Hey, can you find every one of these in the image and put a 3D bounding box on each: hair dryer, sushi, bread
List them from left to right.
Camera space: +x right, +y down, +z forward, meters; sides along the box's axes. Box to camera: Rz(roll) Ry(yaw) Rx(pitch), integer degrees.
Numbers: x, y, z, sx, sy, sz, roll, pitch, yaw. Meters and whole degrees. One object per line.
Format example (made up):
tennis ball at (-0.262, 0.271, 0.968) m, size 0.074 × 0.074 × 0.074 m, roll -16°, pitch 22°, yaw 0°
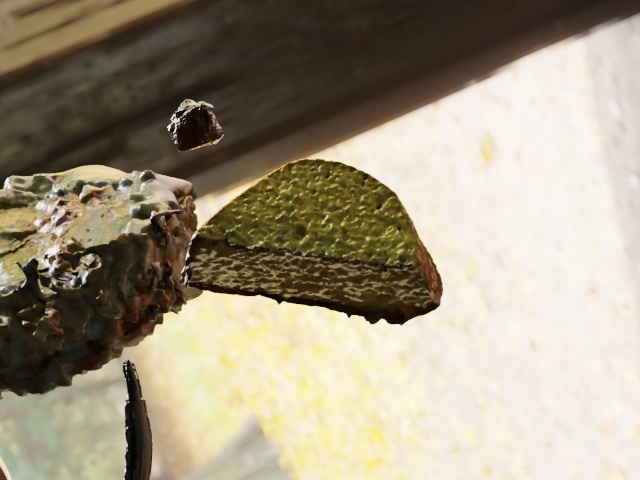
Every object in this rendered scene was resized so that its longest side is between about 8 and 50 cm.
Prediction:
sushi at (-0.324, 0.042, 2.292) m, size 0.417 × 0.417 × 0.175 m, roll -134°, pitch 28°, yaw -62°
hair dryer at (-0.236, 0.248, 2.218) m, size 0.075 × 0.195 × 0.219 m, roll -5°, pitch 85°, yaw 48°
sushi at (-0.117, -0.109, 1.775) m, size 0.099 × 0.050 × 0.047 m, roll 180°, pitch 74°, yaw -75°
bread at (-0.005, -0.008, 1.879) m, size 0.129 × 0.260 × 0.134 m, roll 94°, pitch -179°, yaw -61°

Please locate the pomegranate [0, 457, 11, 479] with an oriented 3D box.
pomegranate at (-0.476, 0.287, 1.997) m, size 0.319 × 0.319 × 0.319 m, roll 62°, pitch 169°, yaw 22°
